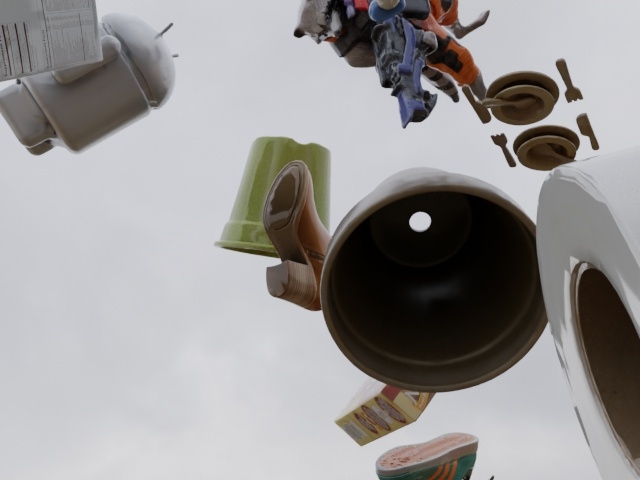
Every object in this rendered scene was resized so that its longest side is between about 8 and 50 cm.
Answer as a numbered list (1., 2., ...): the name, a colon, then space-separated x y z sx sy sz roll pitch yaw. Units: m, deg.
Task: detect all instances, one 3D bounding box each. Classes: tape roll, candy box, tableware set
1. tape roll: 0.243 0.054 0.399 0.169 0.246 0.246 -14 -34 5
2. candy box: 0.149 0.291 1.413 0.087 0.183 0.316 40 -27 4
3. tableware set: 0.273 -0.141 0.907 0.128 0.039 0.194 -10 -33 30

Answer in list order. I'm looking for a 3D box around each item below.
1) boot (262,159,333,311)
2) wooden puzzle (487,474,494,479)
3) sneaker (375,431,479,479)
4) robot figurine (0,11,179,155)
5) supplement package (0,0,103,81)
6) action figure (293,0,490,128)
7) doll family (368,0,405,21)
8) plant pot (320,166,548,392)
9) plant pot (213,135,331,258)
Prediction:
1. boot: 0.000 0.000 1.408 0.109 0.283 0.220 -17 -23 39
2. wooden puzzle: 0.263 0.429 1.196 0.083 0.006 0.049 -25 -49 -37
3. sneaker: 0.246 0.520 1.599 0.302 0.121 0.108 -2 4 -37
4. robot figurine: -0.427 -0.300 1.358 0.353 0.199 0.300 -33 5 -13
5. supplement package: -0.437 -0.299 0.942 0.194 0.203 0.149 7 -67 21
6. action figure: 0.115 -0.262 1.004 0.330 0.341 0.178 12 -29 -24
7. doll family: 0.058 -0.335 0.608 0.118 0.263 0.163 -17 -23 12
8. plant pot: 0.165 0.022 1.094 0.323 0.280 0.323 1 -67 2
9. plant pot: -0.080 -0.090 1.589 0.276 0.253 0.276 9 -4 1
